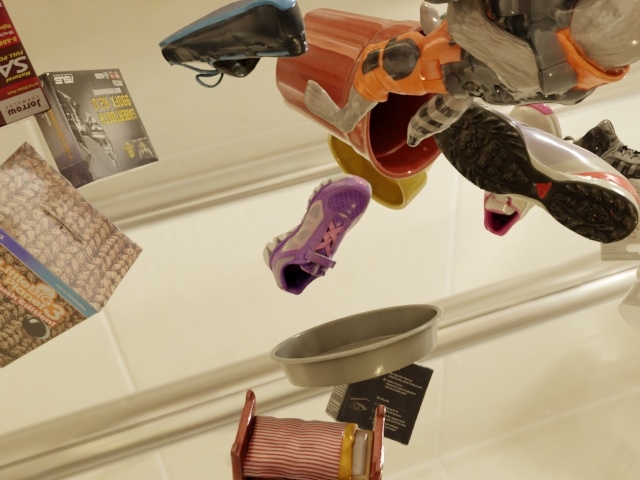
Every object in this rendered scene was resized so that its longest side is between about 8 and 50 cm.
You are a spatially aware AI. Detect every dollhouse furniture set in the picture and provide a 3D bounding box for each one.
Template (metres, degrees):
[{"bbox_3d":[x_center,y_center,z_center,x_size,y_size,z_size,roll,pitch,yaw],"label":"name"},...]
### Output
[{"bbox_3d":[-0.025,0.379,0.954,0.374,0.201,0.152,-82,175,-56],"label":"dollhouse furniture set"}]

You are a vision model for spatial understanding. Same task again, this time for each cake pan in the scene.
[{"bbox_3d":[0.064,0.171,1.257,0.293,0.293,0.054,-175,-110,-78],"label":"cake pan"}]

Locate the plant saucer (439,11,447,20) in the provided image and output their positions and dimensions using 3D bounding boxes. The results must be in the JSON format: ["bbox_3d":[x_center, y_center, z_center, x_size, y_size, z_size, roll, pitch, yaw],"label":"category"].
[{"bbox_3d":[0.323,-0.534,1.959,0.119,0.021,0.119,-11,-107,40],"label":"plant saucer"}]

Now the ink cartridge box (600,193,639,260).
[{"bbox_3d":[0.707,-0.075,1.709,0.066,0.189,0.233,-38,126,-83],"label":"ink cartridge box"}]

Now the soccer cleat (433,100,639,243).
[{"bbox_3d":[0.305,-0.112,1.095,0.109,0.318,0.116,-63,176,36],"label":"soccer cleat"}]

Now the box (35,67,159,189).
[{"bbox_3d":[-0.378,-0.193,1.291,0.183,0.056,0.231,67,19,-6],"label":"box"}]

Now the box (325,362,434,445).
[{"bbox_3d":[0.114,0.295,1.503,0.093,0.155,0.158,177,-66,-76],"label":"box"}]

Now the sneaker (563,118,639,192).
[{"bbox_3d":[0.628,-0.177,1.583,0.268,0.101,0.153,-7,-75,39],"label":"sneaker"}]

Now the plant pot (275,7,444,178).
[{"bbox_3d":[0.079,-0.282,1.355,0.265,0.272,0.273,31,-39,37],"label":"plant pot"}]

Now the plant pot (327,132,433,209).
[{"bbox_3d":[0.185,-0.242,1.827,0.254,0.239,0.254,41,-16,14],"label":"plant pot"}]

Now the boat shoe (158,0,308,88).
[{"bbox_3d":[-0.116,-0.235,0.942,0.258,0.109,0.089,8,-49,55],"label":"boat shoe"}]

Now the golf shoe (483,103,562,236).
[{"bbox_3d":[0.375,-0.127,1.454,0.115,0.140,0.306,24,-32,22],"label":"golf shoe"}]

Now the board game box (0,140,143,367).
[{"bbox_3d":[-0.461,0.033,1.155,0.232,0.291,0.141,46,39,-20],"label":"board game box"}]

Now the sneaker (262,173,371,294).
[{"bbox_3d":[0.000,0.000,1.206,0.236,0.095,0.105,-47,-151,28],"label":"sneaker"}]

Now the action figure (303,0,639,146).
[{"bbox_3d":[0.189,-0.190,0.712,0.330,0.341,0.179,6,-64,57],"label":"action figure"}]

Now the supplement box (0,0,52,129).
[{"bbox_3d":[-0.477,-0.263,1.029,0.073,0.130,0.240,2,-62,57],"label":"supplement box"}]

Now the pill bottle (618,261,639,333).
[{"bbox_3d":[0.630,0.038,1.269,0.160,0.283,0.160,38,-9,7],"label":"pill bottle"}]
